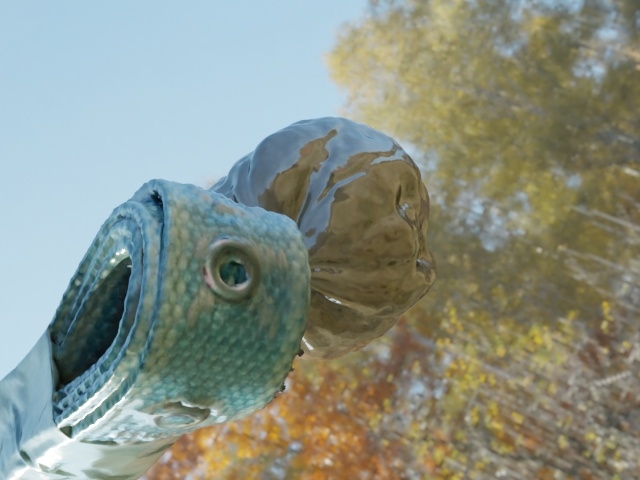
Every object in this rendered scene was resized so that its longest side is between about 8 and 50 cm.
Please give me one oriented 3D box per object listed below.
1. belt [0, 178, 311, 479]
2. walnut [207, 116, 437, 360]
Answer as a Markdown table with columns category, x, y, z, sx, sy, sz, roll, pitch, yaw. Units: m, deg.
| category | x | y | z | sx | sy | sz | roll | pitch | yaw |
| --- | --- | --- | --- | --- | --- | --- | --- | --- | --- |
| belt | -0.102 | 0.070 | 0.514 | 0.072 | 0.087 | 0.302 | 9 | -31 | -30 |
| walnut | 0.000 | 0.000 | 0.977 | 0.224 | 0.224 | 0.224 | -41 | -37 | -40 |
